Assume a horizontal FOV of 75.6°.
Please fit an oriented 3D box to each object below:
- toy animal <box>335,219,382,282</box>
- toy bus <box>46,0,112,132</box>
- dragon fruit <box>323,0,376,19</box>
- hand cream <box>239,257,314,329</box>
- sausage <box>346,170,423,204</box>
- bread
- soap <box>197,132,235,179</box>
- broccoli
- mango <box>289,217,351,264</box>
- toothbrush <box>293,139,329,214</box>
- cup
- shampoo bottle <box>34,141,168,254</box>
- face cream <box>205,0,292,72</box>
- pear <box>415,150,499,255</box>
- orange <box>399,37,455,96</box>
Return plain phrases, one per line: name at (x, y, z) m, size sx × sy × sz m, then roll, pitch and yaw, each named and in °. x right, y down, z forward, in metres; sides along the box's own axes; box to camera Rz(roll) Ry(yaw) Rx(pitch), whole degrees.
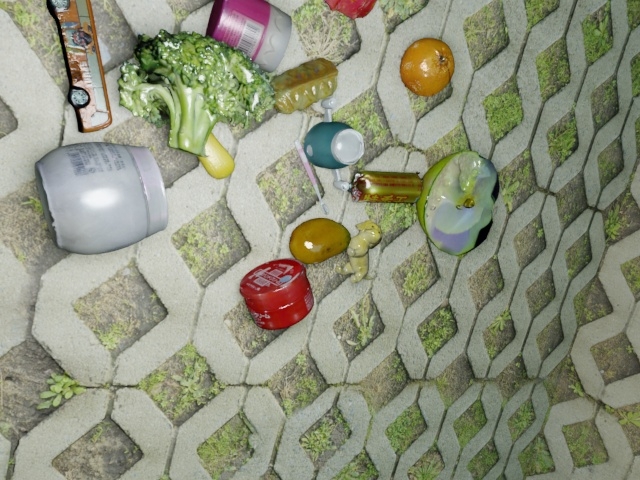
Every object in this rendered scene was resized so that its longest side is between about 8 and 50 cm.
toy animal at (0.146, 0.043, 1.526) m, size 0.168 × 0.121 × 0.234 m, roll -3°, pitch 108°, yaw -38°
toy bus at (-0.595, -0.475, 1.009) m, size 0.092 × 0.093 × 0.409 m, roll -13°, pitch 110°, yaw -31°
dragon fruit at (0.091, -0.825, 1.248) m, size 0.163 × 0.189 × 0.262 m, roll -37°, pitch 118°, yaw -48°
hand cream at (-0.138, 0.172, 1.348) m, size 0.230 × 0.230 × 0.150 m, roll -28°, pitch 117°, yaw -18°
sausage at (0.221, -0.194, 1.488) m, size 0.317 × 0.117 × 0.125 m, roll -2°, pitch 140°, yaw -27°
bread at (-0.051, -0.483, 1.277) m, size 0.231 × 0.088 × 0.128 m, roll -32°, pitch 89°, yaw -14°
soap at (-0.326, -0.263, 1.239) m, size 0.089 × 0.033 × 0.169 m, roll -39°, pitch 118°, yaw -15°
broccoli at (-0.327, -0.389, 1.072) m, size 0.338 × 0.277 × 0.318 m, roll 45°, pitch 75°, yaw -23°
mango at (-0.004, -0.005, 1.419) m, size 0.221 × 0.120 × 0.152 m, roll -24°, pitch 85°, yaw -20°
toothbrush at (-0.027, -0.211, 1.413) m, size 0.020 × 0.025 × 0.287 m, roll -32°, pitch 115°, yaw -17°
cup at (0.054, -0.308, 1.343) m, size 0.167 × 0.173 × 0.300 m, roll -18°, pitch 112°, yaw -21°
shampoo bottle at (-0.539, -0.108, 1.034) m, size 0.266 × 0.273 × 0.273 m, roll -14°, pitch 110°, yaw -34°
face cream at (-0.199, -0.579, 1.136) m, size 0.194 × 0.175 × 0.175 m, roll 14°, pitch 97°, yaw -30°
pear at (0.508, -0.156, 1.623) m, size 0.398 × 0.165 × 0.399 m, roll -7°, pitch 107°, yaw -26°
orange at (0.375, -0.604, 1.436) m, size 0.193 × 0.161 × 0.194 m, roll -9°, pitch 112°, yaw -23°
